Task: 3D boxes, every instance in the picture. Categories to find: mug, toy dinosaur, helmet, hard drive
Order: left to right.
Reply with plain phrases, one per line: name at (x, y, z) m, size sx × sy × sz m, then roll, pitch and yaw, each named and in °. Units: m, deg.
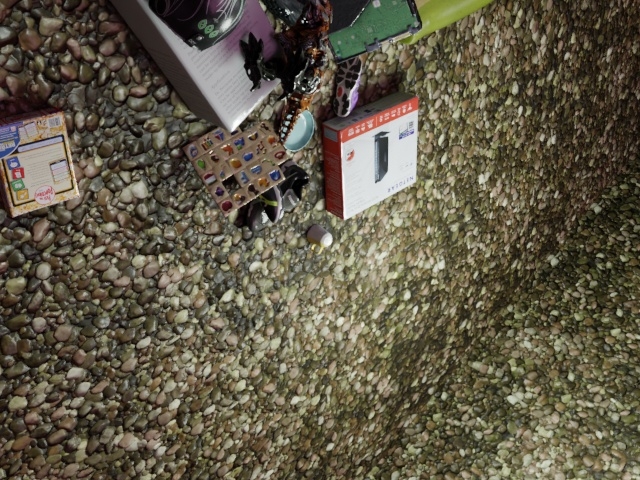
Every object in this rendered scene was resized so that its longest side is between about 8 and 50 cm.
helmet at (-0.219, -0.452, 1.229) m, size 0.161 × 0.169 × 0.169 m, roll -46°, pitch 141°, yaw 10°
toy dinosaur at (-0.045, -0.377, 1.466) m, size 0.218 × 0.164 × 0.322 m, roll -16°, pitch 102°, yaw -60°
mug at (0.002, -0.003, 2.042) m, size 0.062 × 0.064 × 0.078 m, roll -30°, pitch 132°, yaw -32°
hard drive at (0.078, -0.621, 1.580) m, size 0.339 × 0.236 × 0.064 m, roll 61°, pitch 27°, yaw -28°

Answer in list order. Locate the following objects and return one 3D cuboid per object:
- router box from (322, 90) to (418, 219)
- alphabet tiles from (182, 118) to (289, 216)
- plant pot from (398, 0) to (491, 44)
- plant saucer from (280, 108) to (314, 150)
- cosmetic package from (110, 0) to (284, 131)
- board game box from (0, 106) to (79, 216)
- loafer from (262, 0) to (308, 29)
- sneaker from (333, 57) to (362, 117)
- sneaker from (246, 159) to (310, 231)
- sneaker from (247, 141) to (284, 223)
router box at (0.160, -0.266, 2.036) m, size 0.335 × 0.082 × 0.301 m, roll -29°, pitch 131°, yaw -32°
alphabet tiles at (-0.199, -0.203, 1.669) m, size 0.237 × 0.009 × 0.198 m, roll -35°, pitch 101°, yaw -25°
plant pot at (0.298, -0.718, 1.745) m, size 0.353 × 0.366 × 0.366 m, roll -40°, pitch 138°, yaw -5°
plant saucer at (-0.069, -0.307, 1.820) m, size 0.119 × 0.021 × 0.119 m, roll -26°, pitch 130°, yaw -35°
cosmetic package at (-0.266, -0.477, 1.401) m, size 0.230 × 0.161 × 0.453 m, roll -49°, pitch 139°, yaw -14°
board game box at (-0.585, -0.161, 1.347) m, size 0.146 × 0.045 × 0.194 m, roll -24°, pitch 128°, yaw -36°
loafer at (-0.067, -0.573, 1.627) m, size 0.223 × 0.076 × 0.078 m, roll 25°, pitch 88°, yaw -55°
sneaker at (0.081, -0.437, 1.882) m, size 0.071 × 0.068 × 0.170 m, roll -28°, pitch 138°, yaw -59°
sneaker at (-0.112, -0.114, 1.823) m, size 0.234 × 0.106 × 0.078 m, roll -53°, pitch 139°, yaw -9°
sneaker at (-0.170, -0.151, 1.732) m, size 0.097 × 0.084 × 0.235 m, roll -18°, pitch 94°, yaw -25°
